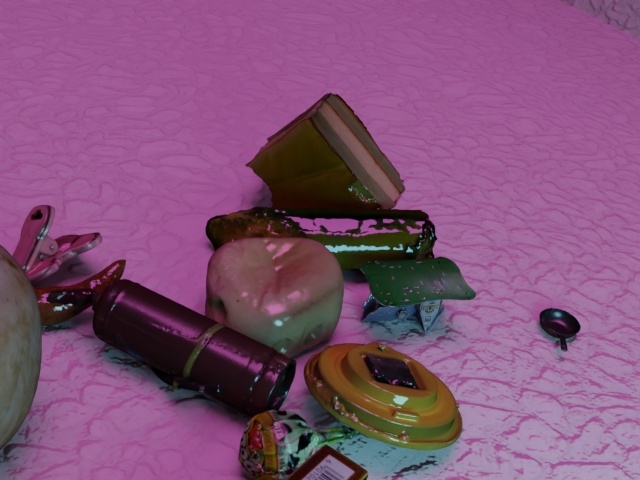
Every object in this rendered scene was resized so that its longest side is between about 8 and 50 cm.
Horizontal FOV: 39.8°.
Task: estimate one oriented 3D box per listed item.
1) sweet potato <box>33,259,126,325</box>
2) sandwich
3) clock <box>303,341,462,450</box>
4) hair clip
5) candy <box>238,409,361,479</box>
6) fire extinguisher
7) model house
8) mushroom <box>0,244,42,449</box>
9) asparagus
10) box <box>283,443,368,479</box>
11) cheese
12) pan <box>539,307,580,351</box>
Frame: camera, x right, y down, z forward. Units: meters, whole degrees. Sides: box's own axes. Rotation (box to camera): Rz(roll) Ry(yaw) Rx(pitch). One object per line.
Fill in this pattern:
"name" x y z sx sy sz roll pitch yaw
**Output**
"sweet potato" -0.404 0.086 1.279 0.255 0.058 0.078 -10 82 -12
"sandwich" 0.004 -0.116 1.623 0.227 0.198 0.155 50 34 -11
"clock" 0.093 0.196 1.207 0.237 0.057 0.237 18 20 -7
"hair clip" -0.415 0.026 1.360 0.123 0.102 0.138 -11 56 41
"candy" 0.036 0.260 1.156 0.305 0.083 0.091 1 71 -30
"fire extinguisher" -0.208 0.139 1.206 0.341 0.105 0.141 23 6 13
"model house" 0.143 0.095 1.394 0.167 0.088 0.117 -5 37 -20
"mushroom" -0.474 0.122 1.006 0.289 0.298 0.298 0 34 -4
"asparagus" 0.000 0.000 1.486 0.381 0.108 0.128 1 36 -10
"box" -0.052 0.341 0.920 0.074 0.153 0.239 32 39 24
"cheese" -0.077 0.077 1.329 0.217 0.117 0.235 24 41 17
"pan" 0.388 0.151 1.434 0.068 0.023 0.115 13 31 3
